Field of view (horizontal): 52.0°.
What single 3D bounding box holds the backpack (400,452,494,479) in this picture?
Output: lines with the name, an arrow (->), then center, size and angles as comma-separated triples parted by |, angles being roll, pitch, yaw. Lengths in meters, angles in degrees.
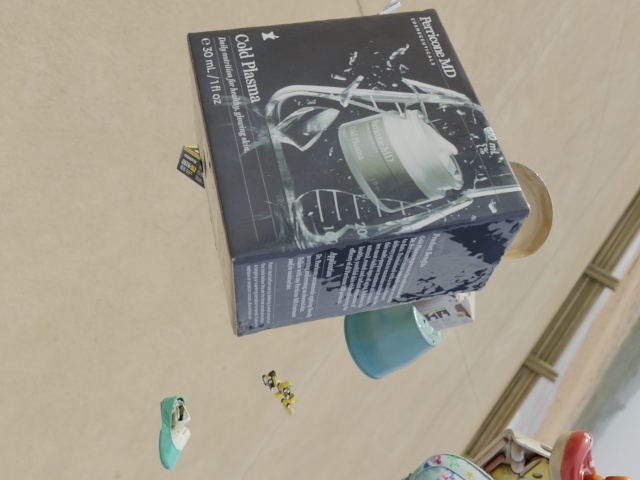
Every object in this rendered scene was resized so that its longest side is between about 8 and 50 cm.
backpack -> 0.256, 0.568, 1.339 | 0.253, 0.225, 0.191 | -37, 145, -29

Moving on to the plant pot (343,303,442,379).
plant pot -> 0.260, 0.308, 2.234 | 0.255, 0.271, 0.272 | -26, 170, 31

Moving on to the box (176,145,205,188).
box -> -0.192, -0.155, 1.796 | 0.257, 0.322, 0.079 | -3, 122, -54

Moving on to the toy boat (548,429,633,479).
toy boat -> 0.580, 0.515, 1.379 | 0.151, 0.151, 0.231 | -12, 86, -54

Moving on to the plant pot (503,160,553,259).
plant pot -> 0.445, -0.071, 1.556 | 0.236, 0.236, 0.032 | -47, -169, -18

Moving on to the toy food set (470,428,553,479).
toy food set -> 0.496, 0.606, 1.634 | 0.092, 0.220, 0.306 | -70, -173, -50

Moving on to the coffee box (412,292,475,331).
coffee box -> 0.274, 0.070, 1.662 | 0.297, 0.119, 0.168 | 48, 37, -31

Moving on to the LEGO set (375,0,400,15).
LEGO set -> 0.131, -0.576, 1.803 | 0.244, 0.060, 0.182 | -35, -176, -21

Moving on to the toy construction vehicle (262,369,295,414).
toy construction vehicle -> -0.079, 0.312, 1.372 | 0.035, 0.086, 0.098 | -36, 132, -26

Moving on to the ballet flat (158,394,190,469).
ballet flat -> -0.428, 0.553, 1.939 | 0.087, 0.247, 0.083 | -25, 128, 6

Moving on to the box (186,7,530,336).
box -> 0.033, -0.132, 1.185 | 0.472, 0.479, 0.297 | -9, 150, -12
